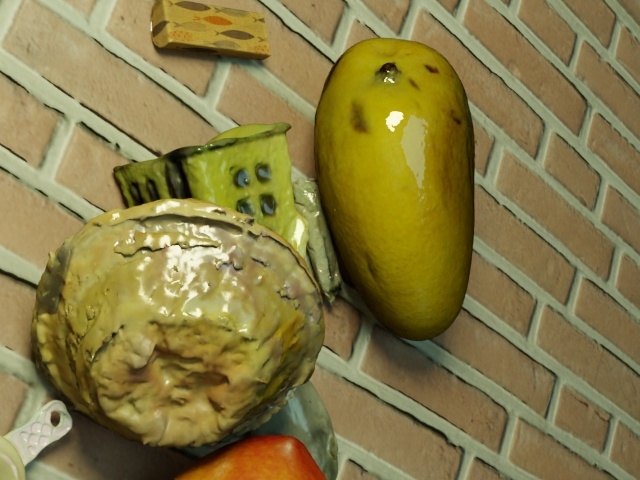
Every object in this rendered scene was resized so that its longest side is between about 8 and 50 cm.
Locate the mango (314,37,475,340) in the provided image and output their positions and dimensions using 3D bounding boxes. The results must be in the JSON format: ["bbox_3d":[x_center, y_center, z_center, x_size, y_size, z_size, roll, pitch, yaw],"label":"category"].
[{"bbox_3d":[0.113,-0.063,1.574,0.301,0.220,0.445,-73,157,-65],"label":"mango"}]

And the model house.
[{"bbox_3d":[-0.120,-0.013,1.383,0.174,0.193,0.234,-25,103,-43],"label":"model house"}]

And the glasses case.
[{"bbox_3d":[-0.146,-0.279,1.483,0.170,0.041,0.065,-1,76,-42],"label":"glasses case"}]

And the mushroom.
[{"bbox_3d":[-0.054,0.190,1.491,0.109,0.097,0.351,-19,97,-42],"label":"mushroom"}]

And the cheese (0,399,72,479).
[{"bbox_3d":[-0.365,0.254,1.222,0.227,0.064,0.137,-39,117,-41],"label":"cheese"}]

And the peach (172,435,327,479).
[{"bbox_3d":[-0.087,0.396,1.312,0.289,0.289,0.308,-12,117,-42],"label":"peach"}]

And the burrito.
[{"bbox_3d":[-0.002,0.000,1.585,0.058,0.045,0.188,-25,102,-66],"label":"burrito"}]

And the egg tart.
[{"bbox_3d":[-0.163,0.119,1.245,0.352,0.352,0.150,47,19,-29],"label":"egg tart"}]
